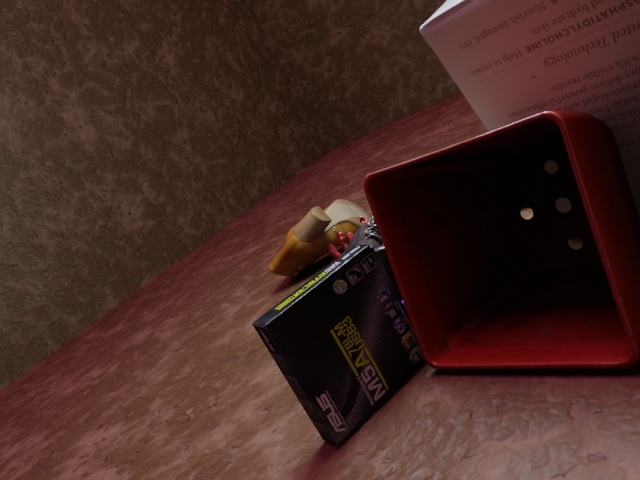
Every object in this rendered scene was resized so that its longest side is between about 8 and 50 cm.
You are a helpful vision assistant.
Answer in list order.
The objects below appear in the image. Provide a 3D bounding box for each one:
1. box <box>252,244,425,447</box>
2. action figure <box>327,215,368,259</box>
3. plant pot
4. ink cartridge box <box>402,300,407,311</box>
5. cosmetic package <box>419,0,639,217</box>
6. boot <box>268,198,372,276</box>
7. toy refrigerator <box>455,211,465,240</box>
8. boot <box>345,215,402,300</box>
[{"bbox_3d":[0.034,0.131,0.749,0.184,0.191,0.045,-36,16,-29],"label":"box"},{"bbox_3d":[0.073,-0.001,1.300,0.091,0.139,0.280,-33,16,-10],"label":"action figure"},{"bbox_3d":[0.260,-0.013,0.725,0.236,0.267,0.267,-24,6,-41],"label":"plant pot"},{"bbox_3d":[0.116,0.100,1.013,0.097,0.046,0.207,-37,15,-23],"label":"ink cartridge box"},{"bbox_3d":[0.429,-0.280,0.805,0.329,0.394,0.327,-51,20,-28],"label":"cosmetic package"},{"bbox_3d":[0.000,0.001,1.512,0.295,0.104,0.211,-5,-39,-54],"label":"boot"},{"bbox_3d":[0.189,-0.003,0.974,0.094,0.102,0.269,-10,6,10],"label":"toy refrigerator"},{"bbox_3d":[0.072,0.035,0.933,0.263,0.091,0.229,-55,10,41],"label":"boot"}]
